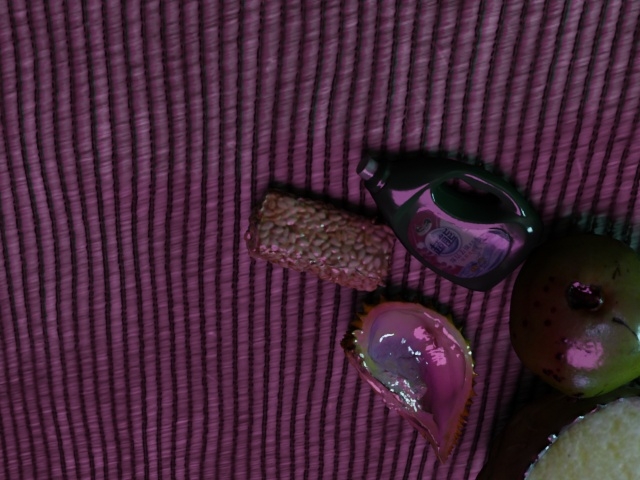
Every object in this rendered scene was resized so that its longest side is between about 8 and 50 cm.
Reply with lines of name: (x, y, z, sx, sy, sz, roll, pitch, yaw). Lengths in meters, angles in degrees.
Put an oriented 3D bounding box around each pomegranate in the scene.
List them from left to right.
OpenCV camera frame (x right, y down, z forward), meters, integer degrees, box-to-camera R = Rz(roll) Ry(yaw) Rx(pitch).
pomegranate: (0.300, 0.077, 1.648, 0.179, 0.210, 0.179, 2, 101, 12)

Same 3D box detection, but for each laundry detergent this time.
laundry detergent: (0.134, -0.036, 1.615, 0.211, 0.063, 0.137, 34, 125, -20)

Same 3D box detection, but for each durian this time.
durian: (0.105, 0.155, 1.755, 0.182, 0.132, 0.165, 24, 121, -1)

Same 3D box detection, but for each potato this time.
potato: (0.304, 0.292, 1.801, 0.288, 0.237, 0.301, -38, 111, -4)

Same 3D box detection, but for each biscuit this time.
biscuit: (0.000, 0.000, 1.655, 0.168, 0.082, 0.070, 16, 159, -9)

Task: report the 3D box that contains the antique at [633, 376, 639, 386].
antique: (0.455, 0.159, 1.748, 0.220, 0.080, 0.081, 22, 134, -15)
